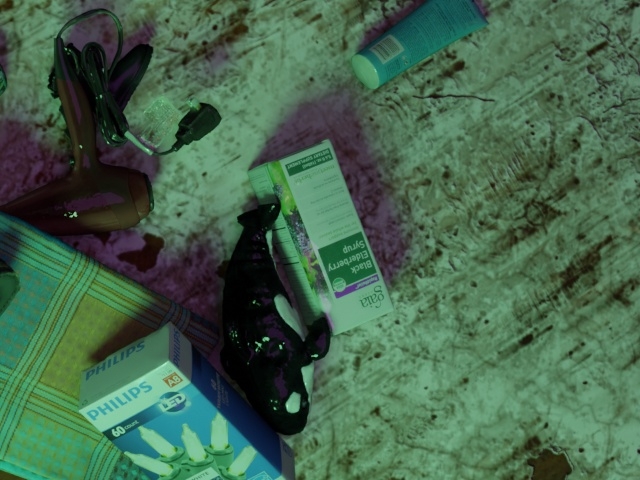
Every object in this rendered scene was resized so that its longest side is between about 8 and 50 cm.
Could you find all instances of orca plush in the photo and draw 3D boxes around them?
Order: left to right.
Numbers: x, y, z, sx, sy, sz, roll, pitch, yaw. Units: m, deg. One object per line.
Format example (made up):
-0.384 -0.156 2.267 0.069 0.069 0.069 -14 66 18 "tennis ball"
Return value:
-0.072 0.097 1.928 0.151 0.102 0.287 3 89 24 "orca plush"

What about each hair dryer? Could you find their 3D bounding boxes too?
-0.287 -0.113 1.914 0.224 0.080 0.293 39 82 -9 "hair dryer"

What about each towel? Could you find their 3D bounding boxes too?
-0.308 0.150 1.847 0.370 0.040 0.271 31 80 -35 "towel"

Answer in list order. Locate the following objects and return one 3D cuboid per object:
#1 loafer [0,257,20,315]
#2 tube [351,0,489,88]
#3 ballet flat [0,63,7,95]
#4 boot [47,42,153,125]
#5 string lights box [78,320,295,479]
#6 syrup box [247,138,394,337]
-0.413 0.121 1.670 0.267 0.084 0.096 -41 140 -29 "loafer"
0.134 -0.276 2.097 0.207 0.052 0.080 -35 103 -24 "tube"
-0.463 -0.220 1.869 0.188 0.070 0.070 16 81 -18 "ballet flat"
-0.275 -0.211 1.945 0.099 0.045 0.121 30 83 -19 "boot"
-0.155 0.227 1.867 0.133 0.076 0.259 -30 124 17 "string lights box"
0.000 0.000 2.003 0.093 0.096 0.236 -22 93 -20 "syrup box"
